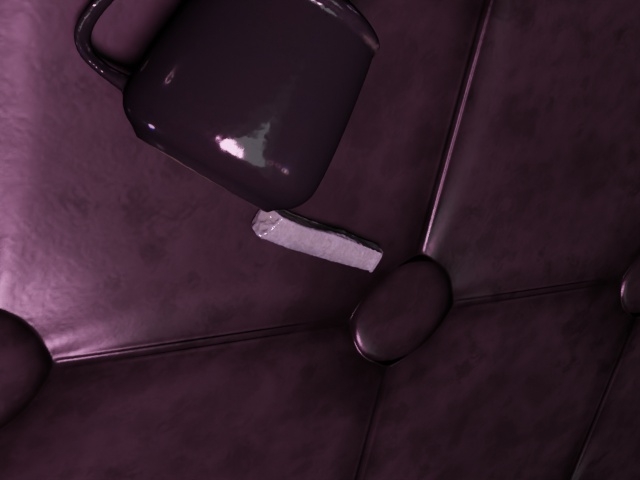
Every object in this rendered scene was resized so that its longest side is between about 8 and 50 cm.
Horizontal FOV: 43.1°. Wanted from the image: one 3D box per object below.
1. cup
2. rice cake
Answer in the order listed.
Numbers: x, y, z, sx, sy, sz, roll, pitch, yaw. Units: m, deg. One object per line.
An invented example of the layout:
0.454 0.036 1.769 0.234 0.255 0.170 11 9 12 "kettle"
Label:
-0.073 -0.138 0.633 0.223 0.169 0.177 31 93 -12 "cup"
0.000 -0.001 0.843 0.170 0.029 0.033 19 111 -40 "rice cake"
